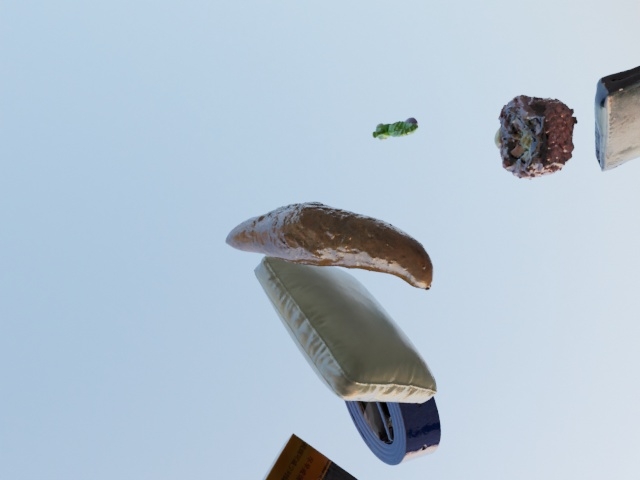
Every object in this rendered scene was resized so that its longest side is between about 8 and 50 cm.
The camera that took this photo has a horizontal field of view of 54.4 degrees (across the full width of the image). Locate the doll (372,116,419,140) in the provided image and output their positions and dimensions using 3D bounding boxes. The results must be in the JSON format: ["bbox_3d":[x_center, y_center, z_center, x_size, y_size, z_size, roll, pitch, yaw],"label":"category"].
[{"bbox_3d":[0.206,-0.306,1.726,0.115,0.190,0.050,-28,-72,-24],"label":"doll"}]

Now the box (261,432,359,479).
[{"bbox_3d":[0.000,0.501,1.180,0.237,0.070,0.152,36,-132,1],"label":"box"}]

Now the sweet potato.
[{"bbox_3d":[0.002,-0.002,0.935,0.114,0.341,0.092,82,-156,-45],"label":"sweet potato"}]

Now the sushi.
[{"bbox_3d":[0.663,-0.323,1.976,0.170,0.236,0.270,-9,-75,-44],"label":"sushi"}]

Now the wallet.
[{"bbox_3d":[0.530,-0.209,0.778,0.191,0.379,0.046,52,-161,-53],"label":"wallet"}]

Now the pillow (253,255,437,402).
[{"bbox_3d":[0.043,0.153,1.089,0.255,0.120,0.322,17,-154,-44],"label":"pillow"}]

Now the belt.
[{"bbox_3d":[0.155,0.361,1.504,0.117,0.212,0.347,-5,-125,-32],"label":"belt"}]
